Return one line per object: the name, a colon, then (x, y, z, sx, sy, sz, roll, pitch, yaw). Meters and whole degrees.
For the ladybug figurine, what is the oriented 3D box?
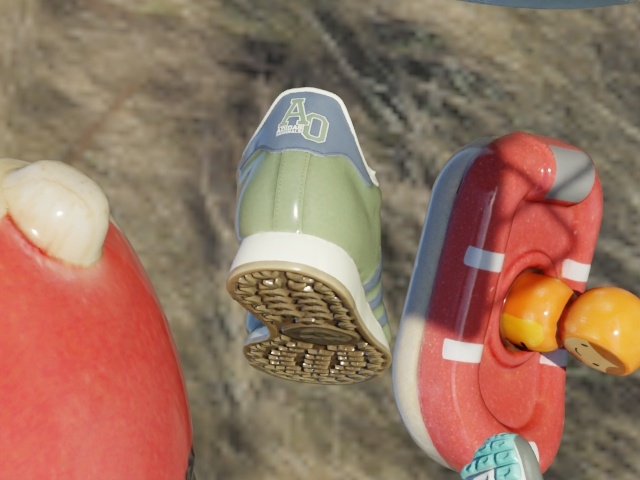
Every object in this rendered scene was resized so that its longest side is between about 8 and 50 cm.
ladybug figurine: (-0.184, 0.168, 0.766, 0.162, 0.305, 0.449, 41, 116, 23)

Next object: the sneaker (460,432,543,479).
sneaker: (0.119, 0.181, 1.041, 0.065, 0.076, 0.166, -18, 80, 54)

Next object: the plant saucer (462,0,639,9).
plant saucer: (0.095, -0.205, 1.126, 0.400, 0.400, 0.100, -131, 44, -61)

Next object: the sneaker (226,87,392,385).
sneaker: (0.000, 0.000, 0.814, 0.192, 0.064, 0.086, 76, -160, -73)

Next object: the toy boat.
toy boat: (0.147, 0.051, 1.301, 0.151, 0.151, 0.231, 17, 97, 37)
